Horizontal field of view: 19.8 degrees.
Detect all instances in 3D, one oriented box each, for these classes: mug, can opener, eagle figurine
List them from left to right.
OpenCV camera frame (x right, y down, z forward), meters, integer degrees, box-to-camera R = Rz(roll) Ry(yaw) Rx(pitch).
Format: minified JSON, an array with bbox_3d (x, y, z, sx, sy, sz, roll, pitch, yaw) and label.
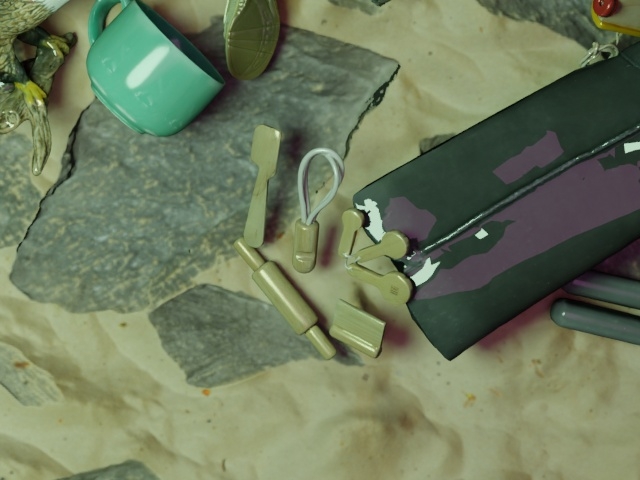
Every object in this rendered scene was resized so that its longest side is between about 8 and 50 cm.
[{"bbox_3d":[-0.321,-0.253,1.784,0.225,0.226,0.298,-37,139,-11],"label":"eagle figurine"},{"bbox_3d":[-0.180,-0.175,1.883,0.097,0.158,0.129,-46,122,7],"label":"mug"},{"bbox_3d":[0.392,0.092,1.957,0.283,0.095,0.076,13,98,-5],"label":"can opener"}]

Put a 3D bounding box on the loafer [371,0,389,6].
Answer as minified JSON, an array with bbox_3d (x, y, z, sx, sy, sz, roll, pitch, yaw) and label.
[{"bbox_3d":[-0.022,-0.337,1.882,0.084,0.096,0.267,-40,91,17],"label":"loafer"}]

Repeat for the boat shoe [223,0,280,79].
[{"bbox_3d":[-0.074,-0.245,1.913,0.056,0.048,0.153,-1,106,-14],"label":"boat shoe"}]

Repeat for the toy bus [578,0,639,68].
[{"bbox_3d":[0.337,-0.295,1.888,0.202,0.191,0.104,-21,56,0],"label":"toy bus"}]

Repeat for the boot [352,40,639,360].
[{"bbox_3d":[0.302,0.000,1.871,0.445,0.146,0.367,-28,76,5],"label":"boot"}]

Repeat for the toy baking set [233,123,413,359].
[{"bbox_3d":[-0.003,0.005,1.909,0.256,0.030,0.197,48,128,5],"label":"toy baking set"}]
